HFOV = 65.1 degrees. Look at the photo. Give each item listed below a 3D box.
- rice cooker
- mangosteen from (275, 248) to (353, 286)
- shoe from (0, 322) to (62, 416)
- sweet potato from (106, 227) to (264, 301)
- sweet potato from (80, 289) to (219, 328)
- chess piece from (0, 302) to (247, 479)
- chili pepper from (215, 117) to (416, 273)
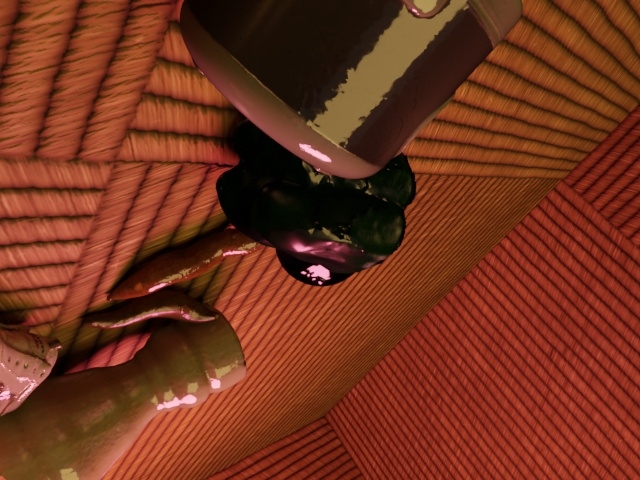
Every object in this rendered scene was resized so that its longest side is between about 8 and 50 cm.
[{"bbox_3d":[0.033,-0.235,0.512,0.277,0.288,0.288,-47,154,18],"label":"rice cooker"},{"bbox_3d":[0.000,0.000,1.007,0.194,0.194,0.230,-32,180,-13],"label":"mangosteen"},{"bbox_3d":[-0.471,0.160,0.702,0.210,0.132,0.342,-14,149,-52],"label":"shoe"},{"bbox_3d":[-0.237,0.039,0.875,0.281,0.067,0.059,-23,115,-20],"label":"sweet potato"},{"bbox_3d":[-0.311,0.126,0.936,0.249,0.059,0.069,1,99,-37],"label":"sweet potato"},{"bbox_3d":[-0.366,0.301,0.965,0.442,0.234,0.234,-27,154,-32],"label":"chess piece"},{"bbox_3d":[-0.010,-0.079,0.757,0.256,0.248,0.233,16,87,-40],"label":"chili pepper"}]
